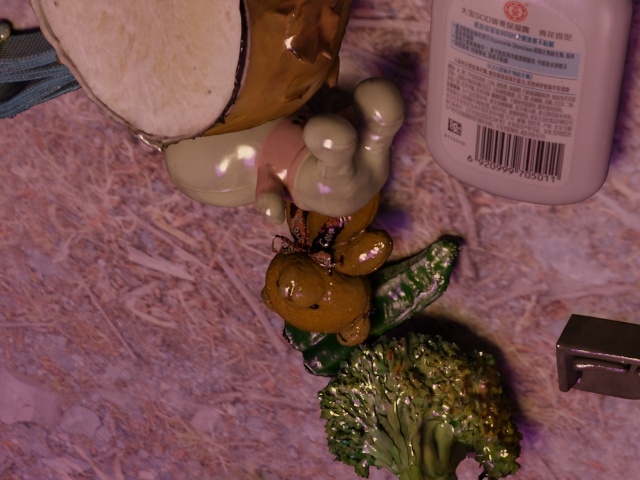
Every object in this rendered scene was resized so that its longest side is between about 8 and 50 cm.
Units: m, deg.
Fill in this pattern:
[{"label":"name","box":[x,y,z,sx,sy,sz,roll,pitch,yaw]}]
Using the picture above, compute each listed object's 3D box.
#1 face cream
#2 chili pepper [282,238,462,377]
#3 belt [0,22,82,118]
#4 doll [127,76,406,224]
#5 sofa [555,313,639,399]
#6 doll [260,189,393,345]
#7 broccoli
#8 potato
[{"label":"face cream","box":[0.164,-0.178,1.300,0.163,0.080,0.337,16,136,18]},{"label":"chili pepper","box":[0.057,0.053,1.604,0.227,0.059,0.088,-36,84,40]},{"label":"belt","box":[-0.285,-0.175,1.587,0.179,0.065,0.100,-14,130,36]},{"label":"doll","box":[-0.046,-0.078,1.458,0.275,0.155,0.113,4,130,39]},{"label":"sofa","box":[0.294,0.127,1.527,0.147,0.060,0.085,9,134,23]},{"label":"doll","box":[0.000,0.000,1.537,0.137,0.097,0.210,29,126,32]},{"label":"broccoli","box":[0.103,0.199,1.605,0.219,0.194,0.194,10,144,-24]},{"label":"potato","box":[-0.094,-0.229,1.342,0.246,0.196,0.300,-31,81,41]}]
